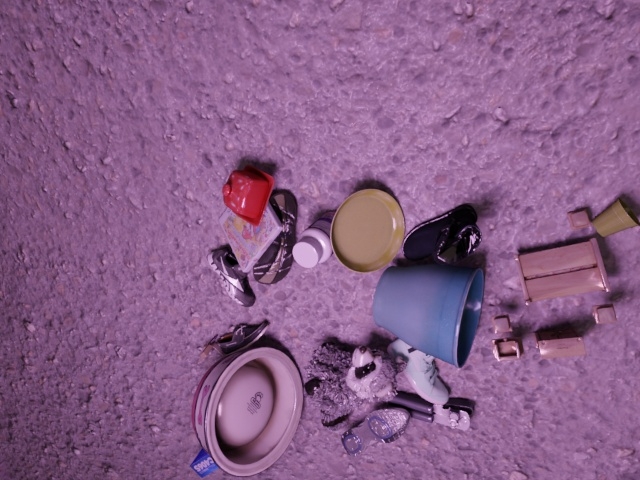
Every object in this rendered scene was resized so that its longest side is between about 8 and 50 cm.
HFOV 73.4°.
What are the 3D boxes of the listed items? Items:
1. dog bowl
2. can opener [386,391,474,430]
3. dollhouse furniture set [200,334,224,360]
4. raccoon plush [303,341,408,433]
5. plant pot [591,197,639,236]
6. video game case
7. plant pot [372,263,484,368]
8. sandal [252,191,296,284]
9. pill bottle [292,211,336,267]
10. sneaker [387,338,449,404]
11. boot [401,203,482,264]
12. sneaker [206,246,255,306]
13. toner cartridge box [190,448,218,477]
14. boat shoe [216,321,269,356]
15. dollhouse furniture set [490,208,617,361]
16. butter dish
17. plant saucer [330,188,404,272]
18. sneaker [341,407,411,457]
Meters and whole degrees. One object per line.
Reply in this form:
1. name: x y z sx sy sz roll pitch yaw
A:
1. dog bowl: -0.253 0.562 1.464 0.150 0.407 0.409 -5 110 44
2. can opener: 0.358 0.555 1.421 0.280 0.093 0.074 4 110 26
3. dollhouse furniture set: -0.405 0.431 1.607 0.081 0.114 0.091 45 115 -7
4. raccoon plush: 0.141 0.493 1.412 0.298 0.216 0.447 3 140 23
5. plant pot: 0.726 -0.050 1.066 0.083 0.083 0.079 47 129 -3
6. video game case: -0.224 -0.052 1.341 0.206 0.026 0.227 -49 57 27
7. plant pot: 0.294 0.186 1.206 0.255 0.271 0.272 10 114 30
8. sandal: -0.137 -0.004 1.368 0.120 0.086 0.303 12 97 -12
9. pill bottle: 0.000 0.000 1.250 0.107 0.193 0.108 13 121 23
10. sneaker: 0.345 0.396 1.346 0.256 0.094 0.151 47 123 0
11. boot: 0.311 0.007 1.149 0.246 0.207 0.094 -34 97 27
12. sneaker: -0.285 0.121 1.465 0.106 0.078 0.234 -31 96 28
13. toner cartridge box: -0.354 0.794 1.699 0.347 0.165 0.075 -40 95 27
14. boat shoe: -0.282 0.345 1.547 0.233 0.084 0.079 -31 98 29
15. dollhouse furniture set: 0.602 0.128 1.186 0.302 0.173 0.356 -13 81 23
16. butter dish: -0.234 -0.141 1.264 0.160 0.118 0.160 31 105 40
17. plant saucer: 0.130 -0.028 1.228 0.240 0.037 0.241 -5 102 -22
18. sneaker: 0.198 0.636 1.472 0.297 0.129 0.111 -42 68 35
